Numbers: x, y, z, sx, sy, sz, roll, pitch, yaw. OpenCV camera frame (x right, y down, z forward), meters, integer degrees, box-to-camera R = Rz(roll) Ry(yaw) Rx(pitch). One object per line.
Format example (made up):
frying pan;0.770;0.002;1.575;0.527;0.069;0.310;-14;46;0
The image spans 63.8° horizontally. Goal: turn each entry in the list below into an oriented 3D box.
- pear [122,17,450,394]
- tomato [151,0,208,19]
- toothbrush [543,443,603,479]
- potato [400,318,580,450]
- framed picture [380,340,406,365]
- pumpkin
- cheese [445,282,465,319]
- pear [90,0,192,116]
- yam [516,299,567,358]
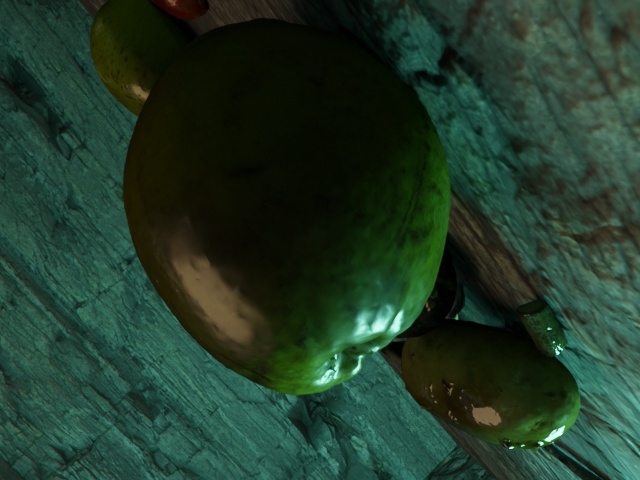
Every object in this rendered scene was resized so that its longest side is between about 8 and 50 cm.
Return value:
pear;-0.040;-0.049;0.566;0.352;0.351;0.414;81;165;-75
tomato;-0.276;-0.454;0.906;0.155;0.069;0.155;48;172;9
toothbrush;0.535;0.483;1.152;0.035;0.042;0.413;12;-173;-24
potato;0.259;0.220;0.807;0.210;0.173;0.307;26;173;-20
framed picture;0.262;0.255;1.117;0.260;0.188;0.023;-165;74;-74
pumpkin;0.133;0.067;0.832;0.146;0.190;0.190;19;-167;-38
cheese;0.236;0.145;0.975;0.235;0.049;0.127;89;-177;-64
pear;-0.393;-0.394;1.232;0.342;0.238;0.318;55;178;-41
yam;0.292;0.114;0.676;0.094;0.043;0.043;53;170;-24
